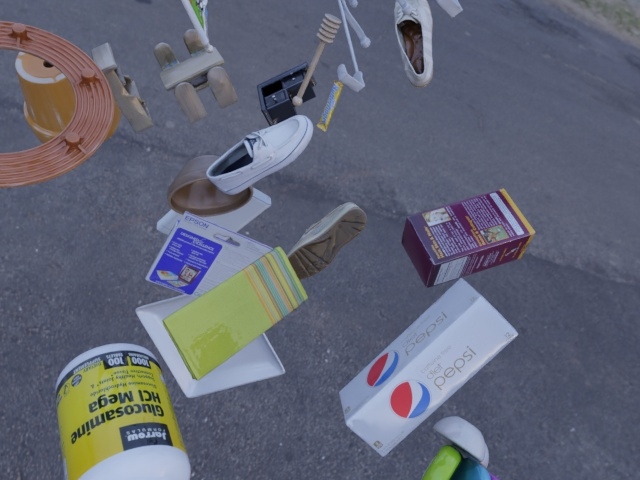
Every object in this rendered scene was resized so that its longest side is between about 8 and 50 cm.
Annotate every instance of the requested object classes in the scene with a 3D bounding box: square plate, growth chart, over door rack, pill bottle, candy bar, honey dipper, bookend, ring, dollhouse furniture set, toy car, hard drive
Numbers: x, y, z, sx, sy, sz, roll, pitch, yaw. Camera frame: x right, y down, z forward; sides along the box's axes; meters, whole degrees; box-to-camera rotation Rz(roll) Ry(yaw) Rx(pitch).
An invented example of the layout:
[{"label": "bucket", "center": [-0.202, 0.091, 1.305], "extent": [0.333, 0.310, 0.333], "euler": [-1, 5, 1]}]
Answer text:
[{"label": "square plate", "center": [-0.321, 0.291, 1.549], "extent": [0.049, 0.343, 0.348], "euler": [-74, 143, -65]}, {"label": "growth chart", "center": [-0.249, -0.494, 1.000], "extent": [0.021, 0.172, 0.238], "euler": [-14, 66, 7]}, {"label": "over door rack", "center": [0.144, -0.447, 0.998], "extent": [0.108, 0.239, 0.325], "euler": [30, 45, -35]}, {"label": "pill bottle", "center": [-0.328, 0.350, 0.873], "extent": [0.187, 0.188, 0.334], "euler": [-1, 35, -32]}, {"label": "candy bar", "center": [0.030, -0.425, 1.640], "extent": [0.040, 0.162, 0.018], "euler": [38, 30, 27]}, {"label": "honey dipper", "center": [-0.011, -0.297, 0.875], "extent": [0.030, 0.161, 0.031], "euler": [19, 35, -14]}, {"label": "bookend", "center": [-0.083, -0.390, 1.408], "extent": [0.156, 0.072, 0.157], "euler": [-23, 41, 8]}, {"label": "ring", "center": [-0.505, -0.231, 0.821], "extent": [0.336, 0.032, 0.337], "euler": [9, 60, -16]}, {"label": "dollhouse furniture set", "center": [-0.334, -0.367, 1.119], "extent": [0.241, 0.161, 0.212], "euler": [-28, 49, -5]}, {"label": "toy car", "center": [0.193, 0.345, 0.714], "extent": [0.136, 0.182, 0.159], "euler": [29, 75, 32]}, {"label": "hard drive", "center": [-0.375, -0.093, 1.823], "extent": [0.233, 0.353, 0.047], "euler": [28, 41, -37]}]

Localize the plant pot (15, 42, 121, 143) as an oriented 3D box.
[{"label": "plant pot", "center": [-0.576, -0.335, 1.165], "extent": [0.204, 0.188, 0.205], "euler": [2, 65, -4]}]

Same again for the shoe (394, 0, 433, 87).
[{"label": "shoe", "center": [0.199, -0.437, 1.098], "extent": [0.058, 0.076, 0.219], "euler": [-3, 84, -68]}]

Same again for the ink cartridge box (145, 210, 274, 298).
[{"label": "ink cartridge box", "center": [-0.225, 0.041, 1.083], "extent": [0.206, 0.208, 0.045], "euler": [25, 34, -23]}]

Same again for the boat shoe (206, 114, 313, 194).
[{"label": "boat shoe", "center": [-0.134, -0.193, 1.137], "extent": [0.095, 0.258, 0.084], "euler": [59, 12, 29]}]

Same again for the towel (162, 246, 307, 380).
[{"label": "towel", "center": [-0.121, 0.103, 0.795], "extent": [0.237, 0.021, 0.102], "euler": [-34, 99, -40]}]

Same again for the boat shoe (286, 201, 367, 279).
[{"label": "boat shoe", "center": [0.000, 0.000, 1.545], "extent": [0.109, 0.302, 0.098], "euler": [48, 2, -29]}]

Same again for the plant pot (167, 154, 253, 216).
[{"label": "plant pot", "center": [-0.313, -0.164, 1.462], "extent": [0.237, 0.237, 0.110], "euler": [-1, 67, -32]}]

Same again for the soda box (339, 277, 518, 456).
[{"label": "soda box", "center": [0.122, 0.150, 0.623], "extent": [0.069, 0.216, 0.074], "euler": [43, 7, -12]}]

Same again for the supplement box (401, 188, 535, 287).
[{"label": "supplement box", "center": [0.247, -0.004, 0.887], "extent": [0.188, 0.081, 0.104], "euler": [-16, 56, -11]}]
